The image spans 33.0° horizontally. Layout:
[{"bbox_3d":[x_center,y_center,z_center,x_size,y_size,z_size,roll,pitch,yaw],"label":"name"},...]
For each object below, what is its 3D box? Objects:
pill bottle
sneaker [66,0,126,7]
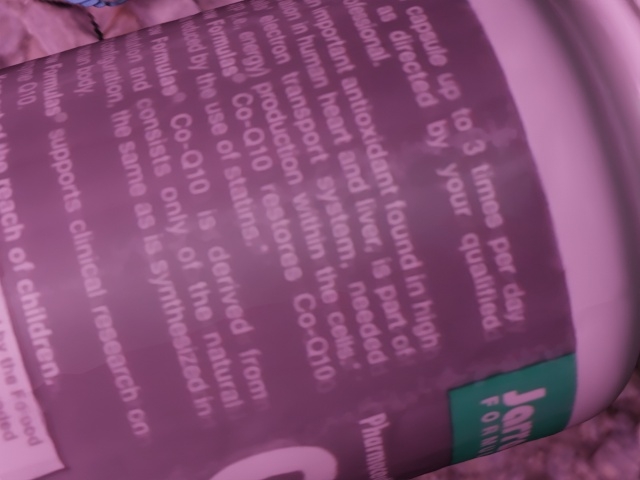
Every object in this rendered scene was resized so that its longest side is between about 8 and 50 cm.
[{"bbox_3d":[0.000,0.000,0.440,0.361,0.204,0.204,-17,83,-3],"label":"pill bottle"},{"bbox_3d":[-0.094,-0.227,0.524,0.087,0.092,0.229,14,84,-1],"label":"sneaker"}]
